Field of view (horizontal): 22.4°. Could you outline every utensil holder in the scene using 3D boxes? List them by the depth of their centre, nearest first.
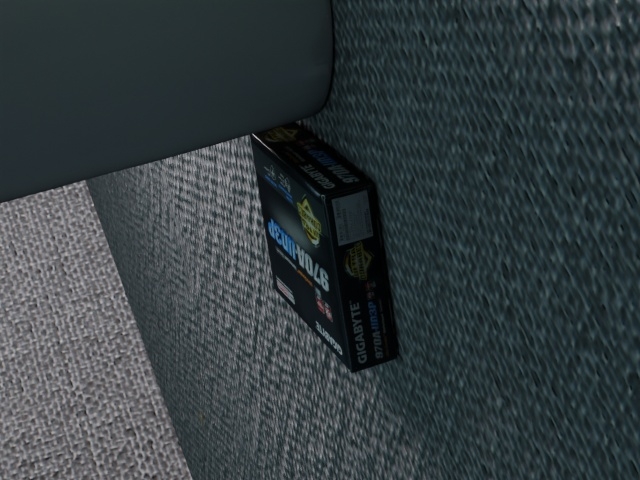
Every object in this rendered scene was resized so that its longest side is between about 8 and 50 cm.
[{"bbox_3d":[-0.218,-0.210,1.458,0.327,0.385,0.328,166,90,-75],"label":"utensil holder"}]

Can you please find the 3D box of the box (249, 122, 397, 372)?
[{"bbox_3d":[0.000,0.000,1.517,0.220,0.051,0.175,-136,34,-62],"label":"box"}]
